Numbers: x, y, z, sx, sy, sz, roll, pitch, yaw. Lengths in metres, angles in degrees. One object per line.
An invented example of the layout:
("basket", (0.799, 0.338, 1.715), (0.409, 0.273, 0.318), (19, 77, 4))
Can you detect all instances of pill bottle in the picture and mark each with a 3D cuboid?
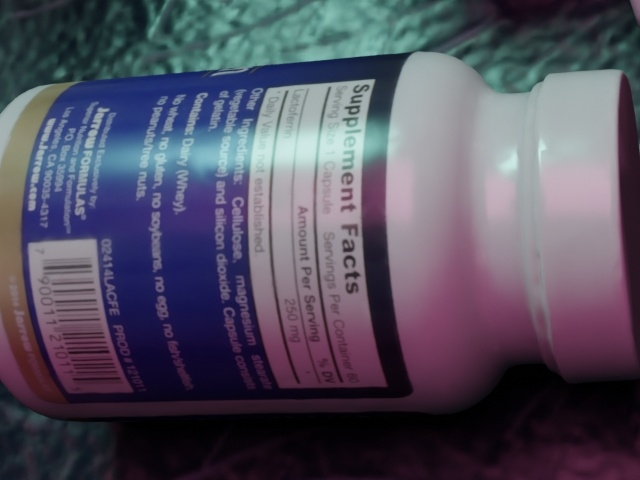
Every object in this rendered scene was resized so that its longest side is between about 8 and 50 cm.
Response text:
("pill bottle", (0.000, 0.000, 0.586), (0.265, 0.153, 0.153), (-2, 66, 16))

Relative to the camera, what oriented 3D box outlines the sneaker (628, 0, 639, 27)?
("sneaker", (0.285, -0.143, 0.600), (0.319, 0.112, 0.131), (4, 85, 22))
